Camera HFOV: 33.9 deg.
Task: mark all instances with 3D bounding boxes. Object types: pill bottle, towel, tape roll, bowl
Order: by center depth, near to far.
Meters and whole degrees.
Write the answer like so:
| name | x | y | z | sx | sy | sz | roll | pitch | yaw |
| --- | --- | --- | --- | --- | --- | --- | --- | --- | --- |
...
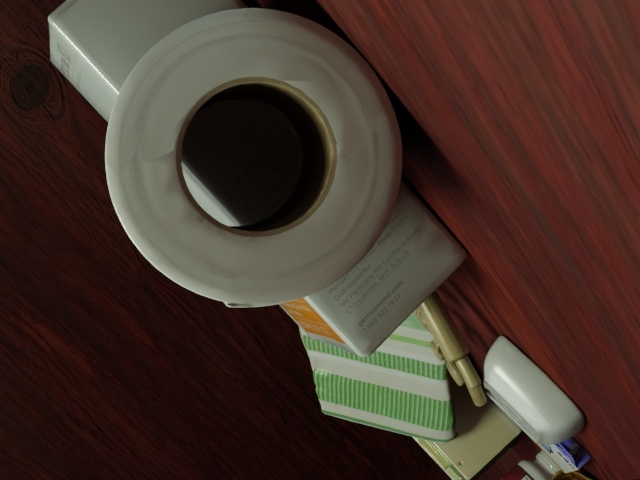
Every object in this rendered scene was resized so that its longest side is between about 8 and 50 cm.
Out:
| name | x | y | z | sx | sy | sz | roll | pitch | yaw |
| --- | --- | --- | --- | --- | --- | --- | --- | --- | --- |
| tape roll | -0.065 | -0.070 | 0.928 | 0.246 | 0.246 | 0.169 | 49 | 173 | -8 |
| bowl | 0.248 | 0.190 | 1.265 | 0.142 | 0.053 | 0.142 | 44 | 174 | 20 |
| towel | 0.084 | 0.181 | 1.595 | 0.248 | 0.038 | 0.325 | 11 | 137 | 26 |
| pill bottle | 0.313 | 0.395 | 1.615 | 0.086 | 0.152 | 0.086 | 47 | 174 | 7 |

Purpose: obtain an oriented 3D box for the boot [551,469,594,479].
| name | x | y | z | sx | sy | sz | roll | pitch | yaw |
| --- | --- | --- | --- | --- | --- | --- | --- | --- | --- |
| boot | 0.421 | 0.443 | 1.403 | 0.211 | 0.104 | 0.295 | 51 | 177 | -31 |

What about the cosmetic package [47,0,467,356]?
| name | x | y | z | sx | sy | sz | roll | pitch | yaw |
| --- | --- | --- | --- | --- | --- | --- | --- | --- | --- |
| cosmetic package | -0.077 | -0.095 | 1.129 | 0.453 | 0.161 | 0.230 | 48 | 170 | -8 |

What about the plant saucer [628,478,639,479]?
| name | x | y | z | sx | sy | sz | roll | pitch | yaw |
| --- | --- | --- | --- | --- | --- | --- | --- | --- | --- |
| plant saucer | 0.400 | 0.313 | 0.858 | 0.333 | 0.081 | 0.333 | 48 | 174 | 8 |

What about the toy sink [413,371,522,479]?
| name | x | y | z | sx | sy | sz | roll | pitch | yaw |
| --- | --- | --- | --- | --- | --- | --- | --- | --- | --- |
| toy sink | 0.239 | 0.326 | 1.792 | 0.153 | 0.131 | 0.234 | 47 | 174 | 16 |

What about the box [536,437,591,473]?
| name | x | y | z | sx | sy | sz | roll | pitch | yaw |
| --- | --- | --- | --- | --- | --- | --- | --- | --- | --- |
| box | 0.318 | 0.272 | 1.411 | 0.081 | 0.028 | 0.136 | 47 | 171 | 14 |

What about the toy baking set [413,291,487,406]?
| name | x | y | z | sx | sy | sz | roll | pitch | yaw |
| --- | --- | --- | --- | --- | --- | --- | --- | --- | --- |
| toy baking set | 0.130 | 0.096 | 1.331 | 0.256 | 0.030 | 0.197 | 61 | 173 | 0 |
